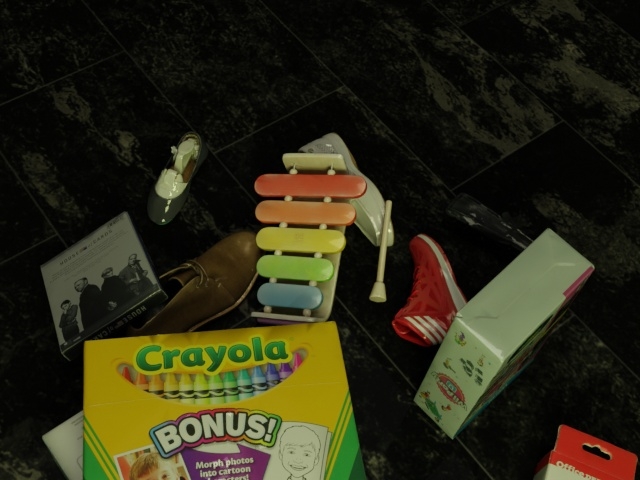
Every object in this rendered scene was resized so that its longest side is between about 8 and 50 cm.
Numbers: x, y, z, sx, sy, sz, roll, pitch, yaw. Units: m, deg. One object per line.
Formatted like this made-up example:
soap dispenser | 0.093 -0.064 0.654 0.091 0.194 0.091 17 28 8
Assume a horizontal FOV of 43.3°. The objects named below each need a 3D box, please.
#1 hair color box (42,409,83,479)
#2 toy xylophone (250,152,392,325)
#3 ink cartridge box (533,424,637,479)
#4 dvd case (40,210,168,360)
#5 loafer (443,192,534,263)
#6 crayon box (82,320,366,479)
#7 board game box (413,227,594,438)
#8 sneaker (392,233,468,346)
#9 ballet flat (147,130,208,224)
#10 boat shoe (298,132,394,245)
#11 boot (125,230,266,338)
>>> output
hair color box | -0.212 0.386 1.148 0.185 0.114 0.374 -32 65 -25
toy xylophone | 0.000 0.000 1.380 0.236 0.081 0.323 -5 68 16
ink cartridge box | 0.386 0.414 1.217 0.134 0.078 0.231 22 58 7
dvd case | -0.358 0.066 1.308 0.179 0.030 0.239 -33 41 -3
loafer | 0.336 -0.018 1.493 0.223 0.076 0.078 32 67 18
crayon box | -0.134 0.280 1.097 0.362 0.106 0.313 -3 56 -12
board game box | 0.274 0.152 1.240 0.224 0.303 0.097 -37 68 -25
sneaker | 0.170 0.087 1.403 0.128 0.087 0.221 -19 48 -7
ballet flat | -0.268 -0.125 1.500 0.074 0.074 0.203 19 57 6
boat shoe | 0.042 -0.084 1.496 0.096 0.098 0.277 -20 53 -17
boot | -0.201 0.073 1.353 0.112 0.115 0.305 36 59 18
